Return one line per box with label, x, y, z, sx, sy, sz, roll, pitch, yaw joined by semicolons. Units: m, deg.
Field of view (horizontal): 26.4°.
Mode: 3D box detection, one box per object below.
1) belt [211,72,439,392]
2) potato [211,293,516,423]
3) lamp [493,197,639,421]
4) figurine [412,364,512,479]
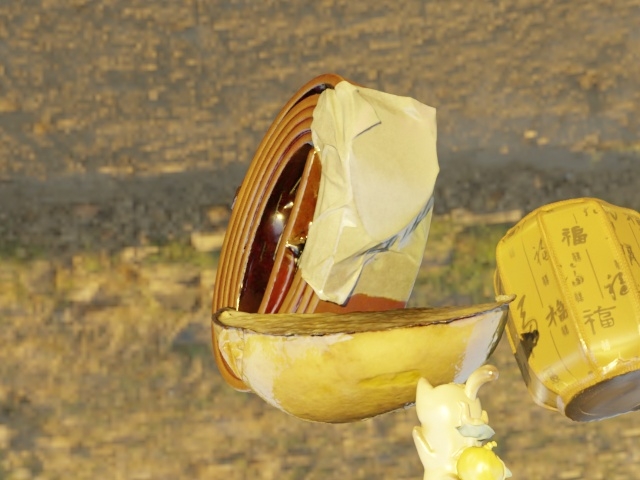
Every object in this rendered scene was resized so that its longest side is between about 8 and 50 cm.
belt;0.000;0.000;1.378;0.122;0.339;0.217;11;-162;-33
potato;0.022;0.107;1.081;0.261;0.100;0.120;-3;-170;24
lamp;0.245;0.062;1.252;0.161;0.185;0.161;-13;149;-8
figurine;0.085;0.117;0.802;0.047;0.083;0.050;7;164;-39
